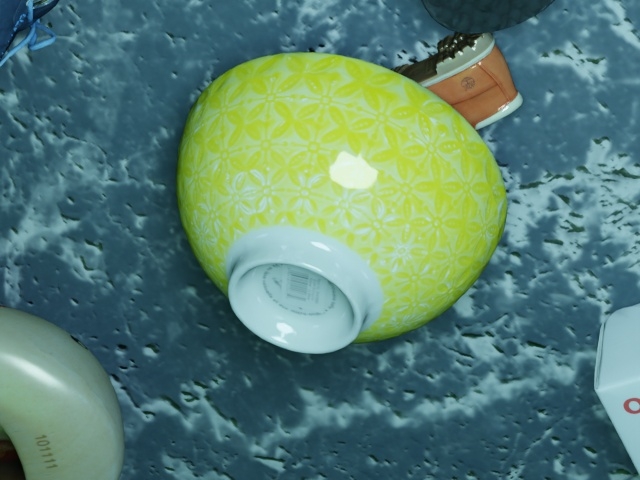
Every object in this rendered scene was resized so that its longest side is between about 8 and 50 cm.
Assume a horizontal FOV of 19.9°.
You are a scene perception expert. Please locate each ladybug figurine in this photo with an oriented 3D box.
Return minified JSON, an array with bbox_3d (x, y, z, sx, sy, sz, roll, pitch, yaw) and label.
[{"bbox_3d":[-0.392,0.177,1.774,0.449,0.162,0.305,-6,121,17],"label":"ladybug figurine"}]

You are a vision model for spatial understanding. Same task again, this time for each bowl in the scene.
[{"bbox_3d":[0.000,0.000,1.527,0.289,0.156,0.289,11,138,10],"label":"bowl"}]

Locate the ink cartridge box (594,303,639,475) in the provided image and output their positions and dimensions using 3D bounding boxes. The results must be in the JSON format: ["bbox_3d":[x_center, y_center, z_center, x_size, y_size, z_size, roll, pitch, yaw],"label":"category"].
[{"bbox_3d":[0.388,0.176,1.603,0.201,0.117,0.278,-20,114,24],"label":"ink cartridge box"}]

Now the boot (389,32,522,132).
[{"bbox_3d":[0.092,-0.111,1.538,0.158,0.059,0.085,-25,117,25],"label":"boot"}]

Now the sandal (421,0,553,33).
[{"bbox_3d":[0.085,-0.356,1.355,0.167,0.107,0.446,-13,131,0],"label":"sandal"}]

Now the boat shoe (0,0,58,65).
[{"bbox_3d":[-0.253,-0.211,1.531,0.089,0.109,0.258,7,129,-32],"label":"boat shoe"}]
